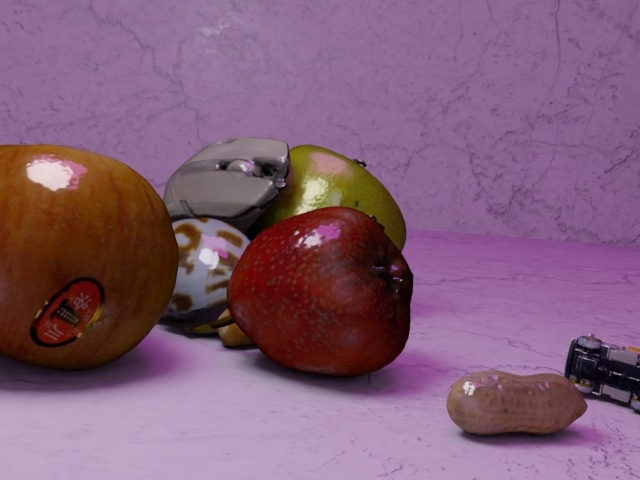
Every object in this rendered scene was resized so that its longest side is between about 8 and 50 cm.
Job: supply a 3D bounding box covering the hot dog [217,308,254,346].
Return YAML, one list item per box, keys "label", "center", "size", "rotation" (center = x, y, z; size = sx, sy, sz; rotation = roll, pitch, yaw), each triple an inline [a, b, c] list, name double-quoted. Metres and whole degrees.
- label: "hot dog"
  center: [-0.059, 0.152, 1.576]
  size: [0.289, 0.068, 0.083]
  rotation: [-1, 50, -36]

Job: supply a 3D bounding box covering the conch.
- label: "conch"
  center: [-0.263, 0.061, 1.640]
  size: [0.368, 0.197, 0.249]
  rotation: [-17, 9, 17]

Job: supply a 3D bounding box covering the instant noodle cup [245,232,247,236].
- label: "instant noodle cup"
  center: [-0.198, 0.035, 1.944]
  size: [0.217, 0.217, 0.207]
  rotation: [-2, 4, -44]

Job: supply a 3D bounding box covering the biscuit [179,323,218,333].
- label: "biscuit"
  center: [-0.124, 0.170, 1.615]
  size: [0.292, 0.026, 0.048]
  rotation: [2, -11, -27]

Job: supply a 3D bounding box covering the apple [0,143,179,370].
- label: "apple"
  center: [-0.416, 0.012, 1.316]
  size: [0.400, 0.333, 0.400]
  rotation: [25, -1, 0]

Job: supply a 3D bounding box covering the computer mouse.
- label: "computer mouse"
  center: [-0.230, -0.112, 1.801]
  size: [0.145, 0.228, 0.429]
  rotation: [40, -32, -28]

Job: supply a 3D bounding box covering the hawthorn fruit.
- label: "hawthorn fruit"
  center: [-0.028, 0.101, 1.404]
  size: [0.369, 0.284, 0.285]
  rotation: [-15, 1, 17]

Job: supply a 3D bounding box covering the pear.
- label: "pear"
  center: [0.000, 0.000, 1.799]
  size: [0.342, 0.318, 0.238]
  rotation: [46, -25, -18]

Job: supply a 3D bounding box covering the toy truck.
- label: "toy truck"
  center: [0.522, 0.223, 1.371]
  size: [0.227, 0.098, 0.114]
  rotation: [14, 7, 37]

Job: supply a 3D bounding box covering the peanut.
- label: "peanut"
  center: [0.276, 0.229, 1.183]
  size: [0.214, 0.090, 0.098]
  rotation: [6, -3, -15]
